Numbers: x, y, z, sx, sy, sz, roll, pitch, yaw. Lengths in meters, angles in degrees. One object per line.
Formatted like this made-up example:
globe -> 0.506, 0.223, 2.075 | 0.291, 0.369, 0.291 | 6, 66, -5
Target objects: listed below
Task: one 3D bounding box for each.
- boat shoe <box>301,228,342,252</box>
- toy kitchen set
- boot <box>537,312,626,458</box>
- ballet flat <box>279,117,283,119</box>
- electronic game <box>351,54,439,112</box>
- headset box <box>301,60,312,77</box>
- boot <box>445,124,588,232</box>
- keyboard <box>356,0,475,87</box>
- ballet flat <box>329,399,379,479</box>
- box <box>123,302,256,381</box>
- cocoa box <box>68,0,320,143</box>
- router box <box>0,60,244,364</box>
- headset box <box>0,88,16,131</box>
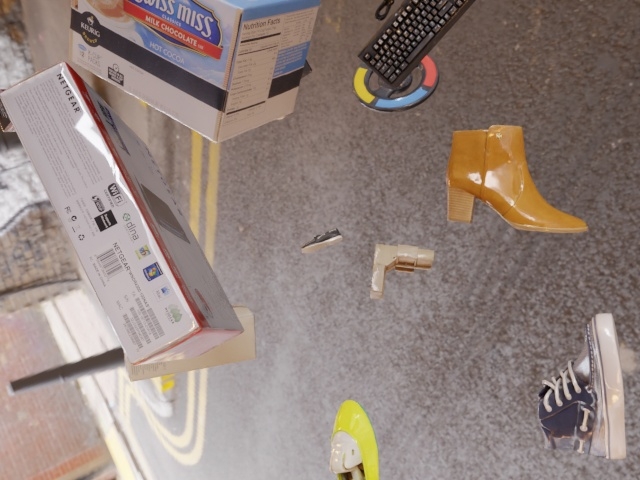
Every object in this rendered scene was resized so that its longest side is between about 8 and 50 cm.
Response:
boat shoe -> 0.000, 0.000, 1.774 | 0.046, 0.125, 0.038 | 90, 158, -68
toy kitchen set -> 0.117, 0.054, 0.897 | 0.068, 0.084, 0.075 | 83, -165, -64
boot -> 0.267, 0.157, 0.643 | 0.086, 0.069, 0.189 | -4, 120, 23
ballet flat -> -0.081, -0.313, 1.267 | 0.057, 0.049, 0.173 | 41, 146, 14
electronic game -> 0.195, -0.423, 1.617 | 0.229, 0.229, 0.048 | 47, 169, 33
headset box -> -0.186, -0.472, 1.556 | 0.283, 0.246, 0.131 | 56, -174, -18
boot -> 0.408, -0.128, 1.272 | 0.295, 0.104, 0.211 | 8, 93, 13
keyboard -> 0.131, -0.325, 0.905 | 0.108, 0.180, 0.023 | 42, -168, -3
ballet flat -> 0.052, 0.369, 0.960 | 0.077, 0.077, 0.230 | -19, 77, 42
box -> -0.284, 0.216, 1.341 | 0.094, 0.275, 0.113 | -155, 62, -65
cocoa box -> -0.217, -0.364, 1.049 | 0.347, 0.231, 0.227 | 31, 128, 17
router box -> -0.230, -0.013, 0.786 | 0.335, 0.082, 0.301 | 61, 177, 8
headset box -> -0.483, -0.209, 0.992 | 0.032, 0.083, 0.062 | -31, 81, 34
